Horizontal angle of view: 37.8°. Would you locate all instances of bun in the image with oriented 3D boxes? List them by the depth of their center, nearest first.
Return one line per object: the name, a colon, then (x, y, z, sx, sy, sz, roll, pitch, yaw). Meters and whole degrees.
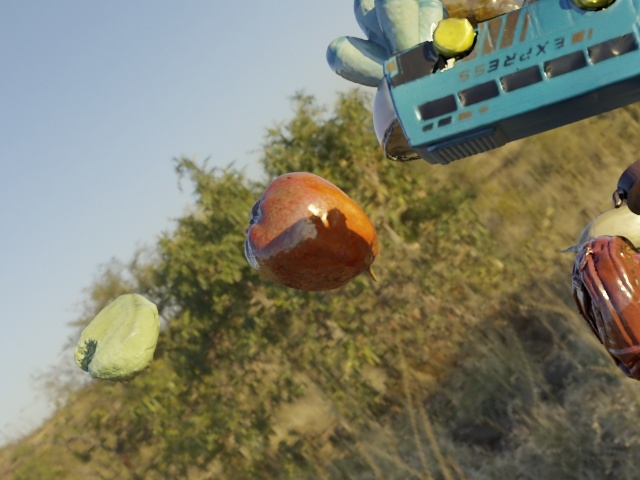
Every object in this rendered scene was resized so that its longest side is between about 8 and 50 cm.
bun: (-0.399, 0.215, 1.890, 0.204, 0.126, 0.212, -42, 26, 14)

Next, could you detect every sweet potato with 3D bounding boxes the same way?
sweet potato: (0.316, -0.542, 2.227, 0.130, 0.423, 0.130, 7, -90, -77)

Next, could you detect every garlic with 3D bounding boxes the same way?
garlic: (0.571, -0.011, 1.817, 0.198, 0.090, 0.128, -22, -7, 3)

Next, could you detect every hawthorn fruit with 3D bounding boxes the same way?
hawthorn fruit: (0.000, 0.000, 1.649, 0.210, 0.262, 0.210, -158, 90, -77)

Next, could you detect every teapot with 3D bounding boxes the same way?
teapot: (0.376, -0.059, 1.052, 0.100, 0.068, 0.045, -18, 44, 3)

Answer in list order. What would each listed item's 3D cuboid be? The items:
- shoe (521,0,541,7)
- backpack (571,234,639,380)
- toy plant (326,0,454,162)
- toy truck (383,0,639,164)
shoe: (0.410, -0.452, 1.585, 0.195, 0.078, 0.079, -41, 38, 29)
backpack: (0.454, 0.093, 1.403, 0.139, 0.229, 0.229, -25, 10, 24)
toy plant: (0.148, -0.341, 1.726, 0.247, 0.332, 0.247, -23, -23, -10)
toy truck: (0.285, -0.229, 1.229, 0.385, 0.162, 0.161, -17, -12, 16)
